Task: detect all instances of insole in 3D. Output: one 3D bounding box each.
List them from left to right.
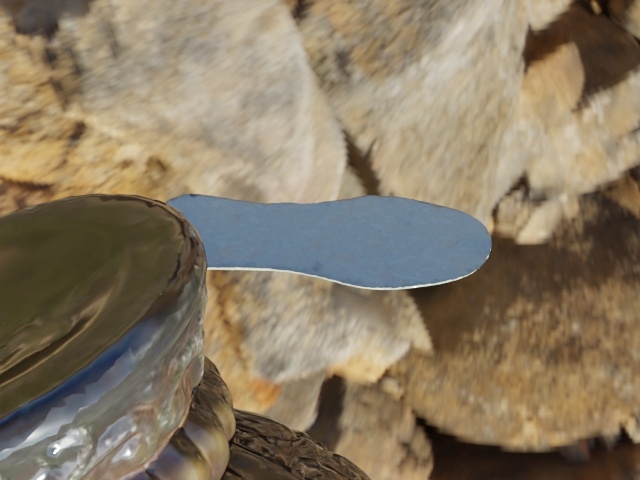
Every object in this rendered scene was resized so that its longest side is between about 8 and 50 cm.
[{"bbox_3d":[0.000,0.000,1.033,0.197,0.065,0.004,2,144,-5],"label":"insole"}]

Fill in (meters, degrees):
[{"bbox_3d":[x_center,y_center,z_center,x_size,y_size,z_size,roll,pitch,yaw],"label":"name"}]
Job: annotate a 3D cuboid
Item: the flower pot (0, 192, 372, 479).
[{"bbox_3d":[-0.093,0.139,0.766,0.267,0.266,0.267,-19,115,10],"label":"flower pot"}]
